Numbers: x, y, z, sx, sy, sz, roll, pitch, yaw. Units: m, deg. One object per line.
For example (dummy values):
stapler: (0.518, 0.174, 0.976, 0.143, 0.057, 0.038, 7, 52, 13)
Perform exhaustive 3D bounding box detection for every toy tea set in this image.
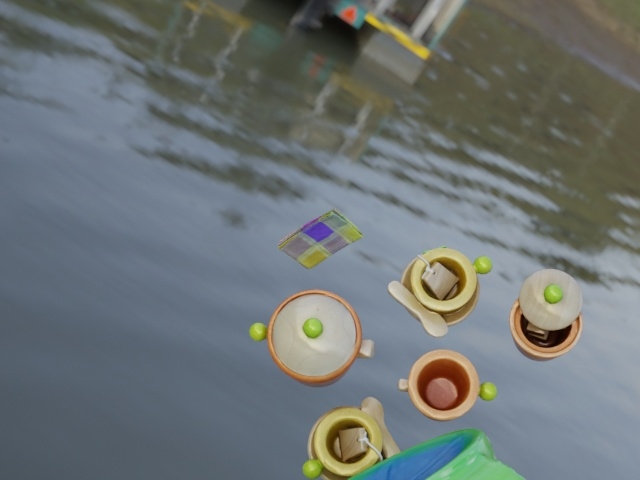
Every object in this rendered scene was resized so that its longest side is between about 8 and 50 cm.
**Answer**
toy tea set: (0.101, 0.100, 1.322, 0.200, 0.336, 0.124, 59, -7, 17)

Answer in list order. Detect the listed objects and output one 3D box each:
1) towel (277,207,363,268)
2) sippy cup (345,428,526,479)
towel: (0.000, 0.000, 1.471, 0.060, 0.083, 0.009, 41, 29, -38)
sippy cup: (0.094, 0.319, 1.168, 0.224, 0.240, 0.305, 61, -10, 2)
